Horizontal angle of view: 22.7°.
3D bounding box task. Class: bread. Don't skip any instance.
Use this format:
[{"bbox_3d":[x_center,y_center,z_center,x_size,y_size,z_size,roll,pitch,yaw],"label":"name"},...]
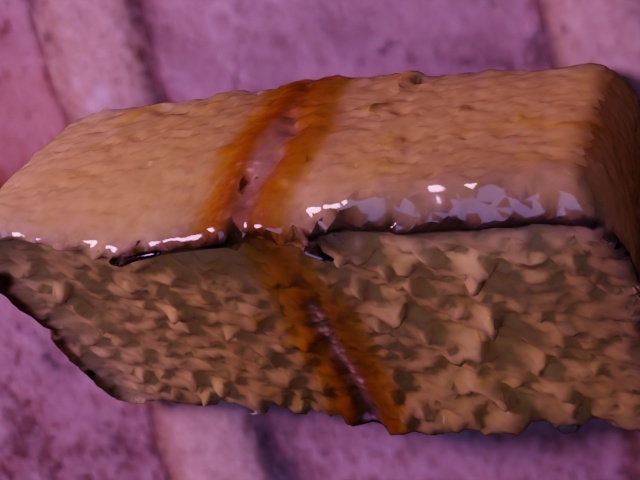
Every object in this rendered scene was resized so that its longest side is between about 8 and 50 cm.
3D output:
[{"bbox_3d":[0.000,0.000,0.631,0.266,0.178,0.142,-4,75,18],"label":"bread"}]
